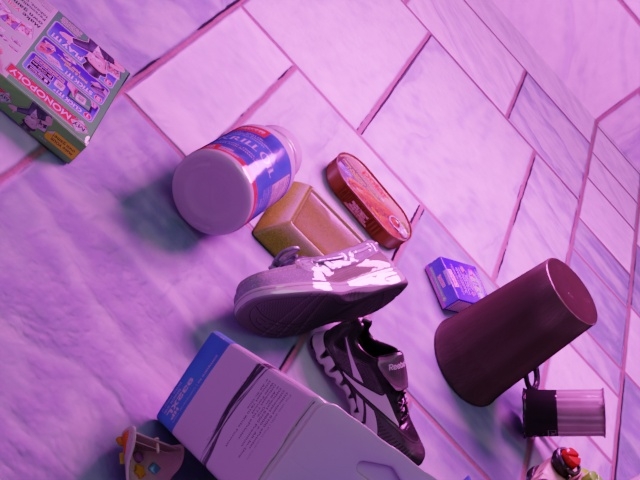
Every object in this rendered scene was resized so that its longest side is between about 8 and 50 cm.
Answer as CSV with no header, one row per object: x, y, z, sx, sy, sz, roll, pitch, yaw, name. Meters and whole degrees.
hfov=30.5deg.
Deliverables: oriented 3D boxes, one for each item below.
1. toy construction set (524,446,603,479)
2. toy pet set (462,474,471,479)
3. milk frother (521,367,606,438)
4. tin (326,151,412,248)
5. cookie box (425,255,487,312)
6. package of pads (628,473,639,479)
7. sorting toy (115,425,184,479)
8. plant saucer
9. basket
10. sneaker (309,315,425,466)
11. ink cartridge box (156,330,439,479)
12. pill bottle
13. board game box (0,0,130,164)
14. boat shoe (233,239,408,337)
0.367,0.429,1.684,0.215,0.151,0.327,48,17,6,toy construction set
0.221,0.393,1.649,0.114,0.065,0.122,67,22,-47,toy pet set
0.404,0.258,1.958,0.129,0.134,0.143,36,53,-78,milk frother
0.083,-0.068,2.005,0.190,0.040,0.106,50,33,-3,tin
0.243,0.082,2.056,0.107,0.040,0.092,17,44,-46,cookie box
0.648,0.502,1.961,0.101,0.229,0.297,11,48,-50,package of pads
-0.189,0.249,1.259,0.083,0.044,0.075,34,44,-47,sorting toy
0.000,0.000,1.800,0.188,0.045,0.188,45,29,-11,plant saucer
0.322,0.141,1.909,0.154,0.227,0.204,48,30,-5,basket
0.086,0.204,1.626,0.234,0.106,0.078,56,30,8,sneaker
-0.019,0.234,1.259,0.223,0.129,0.307,38,-8,-23,ink cartridge box
-0.110,-0.097,1.674,0.124,0.124,0.221,50,28,-2,pill bottle
-0.407,-0.264,1.523,0.317,0.046,0.213,41,31,-18,board game box
-0.007,0.057,1.635,0.320,0.118,0.103,-8,60,-46,boat shoe
